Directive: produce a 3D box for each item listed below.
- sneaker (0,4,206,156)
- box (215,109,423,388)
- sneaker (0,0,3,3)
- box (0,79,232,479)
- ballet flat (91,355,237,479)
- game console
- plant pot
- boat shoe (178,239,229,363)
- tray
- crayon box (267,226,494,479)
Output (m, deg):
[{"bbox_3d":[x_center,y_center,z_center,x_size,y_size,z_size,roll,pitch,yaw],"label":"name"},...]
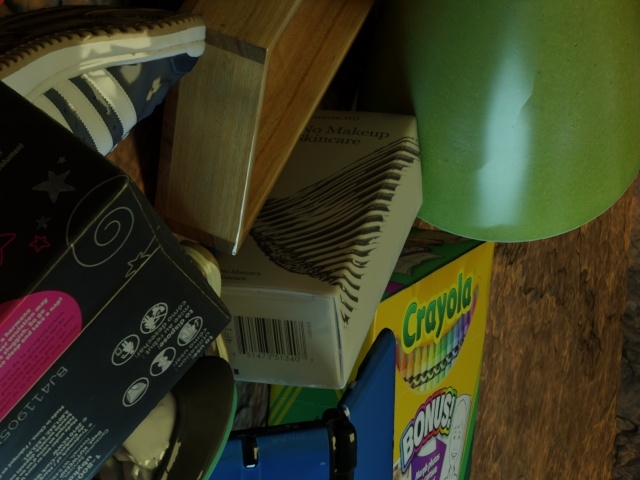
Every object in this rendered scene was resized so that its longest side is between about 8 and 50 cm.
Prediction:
[{"bbox_3d":[-0.157,-0.044,0.993,0.282,0.099,0.153,-30,123,-57],"label":"sneaker"},{"bbox_3d":[0.000,0.000,1.409,0.275,0.113,0.094,-66,155,-53],"label":"box"},{"bbox_3d":[-0.197,-0.188,0.846,0.128,0.087,0.221,-4,116,-70],"label":"sneaker"},{"bbox_3d":[-0.187,0.060,0.783,0.247,0.142,0.163,-48,153,-10],"label":"box"},{"bbox_3d":[-0.139,0.175,1.170,0.096,0.095,0.280,50,50,-37],"label":"ballet flat"},{"bbox_3d":[-0.039,0.243,1.422,0.173,0.250,0.293,-122,-151,-62],"label":"game console"},{"bbox_3d":[0.165,-0.189,1.502,0.293,0.275,0.275,86,21,-61],"label":"plant pot"},{"bbox_3d":[-0.102,0.070,1.290,0.049,0.056,0.152,-39,139,-39],"label":"boat shoe"},{"bbox_3d":[-0.009,-0.205,1.318,0.203,0.076,0.411,101,11,-48],"label":"tray"},{"bbox_3d":[0.061,0.170,1.706,0.363,0.106,0.313,-25,123,-66],"label":"crayon box"}]
